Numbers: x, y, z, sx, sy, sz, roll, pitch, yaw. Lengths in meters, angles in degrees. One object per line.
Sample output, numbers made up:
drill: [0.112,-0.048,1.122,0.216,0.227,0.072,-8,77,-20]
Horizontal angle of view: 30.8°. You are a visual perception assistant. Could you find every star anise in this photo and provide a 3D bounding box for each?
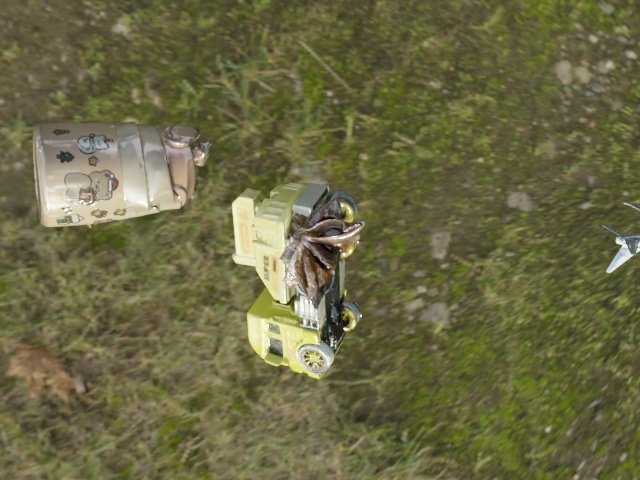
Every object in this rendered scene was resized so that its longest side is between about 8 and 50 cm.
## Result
star anise: [-0.006,-0.001,1.283,0.124,0.056,0.129,-61,34,11]

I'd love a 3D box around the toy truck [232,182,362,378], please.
toy truck: [-0.039,0.046,1.575,0.157,0.124,0.272,12,127,19]

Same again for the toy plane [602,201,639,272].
toy plane: [0.457,0.000,1.421,0.226,0.226,0.058,-7,117,-10]

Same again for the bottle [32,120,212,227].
bottle: [-0.172,-0.059,1.018,0.152,0.099,0.098,-6,91,-18]
